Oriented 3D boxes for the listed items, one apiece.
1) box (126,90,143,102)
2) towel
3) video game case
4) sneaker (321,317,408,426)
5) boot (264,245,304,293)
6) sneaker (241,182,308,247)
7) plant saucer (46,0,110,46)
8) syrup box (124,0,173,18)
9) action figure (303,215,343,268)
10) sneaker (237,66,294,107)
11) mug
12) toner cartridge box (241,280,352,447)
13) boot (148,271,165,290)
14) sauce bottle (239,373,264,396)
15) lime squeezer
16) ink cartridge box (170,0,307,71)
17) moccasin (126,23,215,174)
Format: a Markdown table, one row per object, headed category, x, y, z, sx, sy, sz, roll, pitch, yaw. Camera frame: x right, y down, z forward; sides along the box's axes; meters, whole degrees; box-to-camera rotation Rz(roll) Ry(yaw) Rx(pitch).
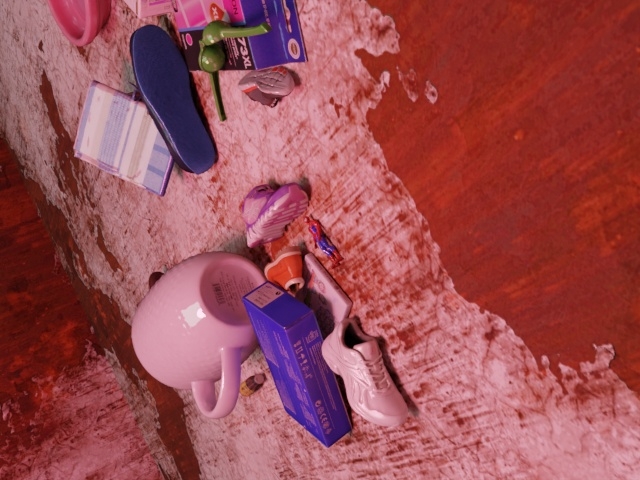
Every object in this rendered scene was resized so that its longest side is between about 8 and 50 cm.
| category | x | y | z | sx | sy | sz | roll | pitch | yaw |
| --- | --- | --- | --- | --- | --- | --- | --- | --- | --- |
| box | -0.476 | -0.269 | 2.061 | 0.036 | 0.114 | 0.207 | -14 | 97 | 61 |
| towel | -0.472 | -0.249 | 1.983 | 0.285 | 0.034 | 0.209 | 26 | 111 | 16 |
| video game case | 0.002 | 0.124 | 1.643 | 0.143 | 0.019 | 0.157 | 50 | 147 | 27 |
| sneaker | 0.086 | 0.243 | 1.522 | 0.232 | 0.090 | 0.115 | 49 | 143 | 27 |
| boot | -0.073 | 0.078 | 1.671 | 0.158 | 0.059 | 0.084 | 127 | 131 | -64 |
| sneaker | -0.104 | -0.070 | 1.616 | 0.236 | 0.095 | 0.104 | -42 | 65 | 61 |
| plant saucer | -0.627 | -0.667 | 2.062 | 0.332 | 0.084 | 0.332 | 39 | 140 | 42 |
| syrup box | -0.399 | -0.581 | 1.734 | 0.237 | 0.093 | 0.096 | 49 | 146 | 30 |
| action figure | 0.000 | 0.000 | 1.553 | 0.115 | 0.030 | 0.038 | 58 | 155 | 19 |
| sneaker | -0.089 | -0.277 | 1.494 | 0.158 | 0.061 | 0.065 | 22 | 155 | 53 |
| mug | -0.246 | 0.212 | 1.824 | 0.328 | 0.276 | 0.374 | -40 | 53 | 54 |
| toner cartridge box | -0.046 | 0.262 | 1.699 | 0.165 | 0.075 | 0.347 | 31 | 146 | 48 |
| boot | -0.385 | 0.142 | 2.263 | 0.248 | 0.090 | 0.207 | 56 | 137 | 21 |
| sauce bottle | -0.177 | 0.371 | 2.092 | 0.042 | 0.042 | 0.128 | 60 | 152 | 12 |
| lime squeezer | -0.171 | -0.334 | 1.470 | 0.110 | 0.058 | 0.310 | 32 | 150 | -6 |
| ink cartridge box | -0.163 | -0.407 | 1.505 | 0.371 | 0.069 | 0.175 | 14 | 122 | 53 |
| moccasin | -0.351 | -0.304 | 1.811 | 0.117 | 0.138 | 0.342 | 3 | 112 | 63 |
